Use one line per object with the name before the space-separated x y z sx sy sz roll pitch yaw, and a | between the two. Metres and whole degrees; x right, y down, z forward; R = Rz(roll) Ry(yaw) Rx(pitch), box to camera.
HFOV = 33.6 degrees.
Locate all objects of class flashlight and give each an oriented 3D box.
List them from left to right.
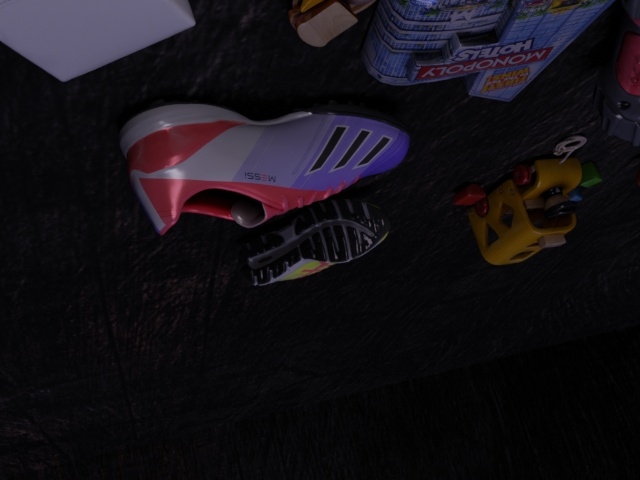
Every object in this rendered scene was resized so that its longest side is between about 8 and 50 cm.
flashlight | 0.317 -0.182 1.002 0.103 0.103 0.304 -52 162 -12

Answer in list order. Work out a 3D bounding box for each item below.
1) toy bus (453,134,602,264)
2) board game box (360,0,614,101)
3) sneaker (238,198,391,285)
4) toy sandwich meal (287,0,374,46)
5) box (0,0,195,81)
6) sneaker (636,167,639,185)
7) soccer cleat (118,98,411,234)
toy bus | 0.294 -0.039 1.440 0.190 0.104 0.202 -21 162 15
board game box | 0.142 -0.181 0.935 0.194 0.060 0.194 -12 162 -12
sneaker | 0.000 0.000 1.362 0.208 0.082 0.094 -17 171 25
toy sandwich meal | 0.014 -0.188 0.849 0.085 0.029 0.085 -15 163 -5
box | -0.152 -0.181 0.553 0.091 0.130 0.170 -21 162 12
sneaker | 0.495 -0.128 1.446 0.067 0.064 0.175 20 140 -30
soccer cleat | -0.038 -0.067 1.032 0.318 0.117 0.108 -3 159 -36
